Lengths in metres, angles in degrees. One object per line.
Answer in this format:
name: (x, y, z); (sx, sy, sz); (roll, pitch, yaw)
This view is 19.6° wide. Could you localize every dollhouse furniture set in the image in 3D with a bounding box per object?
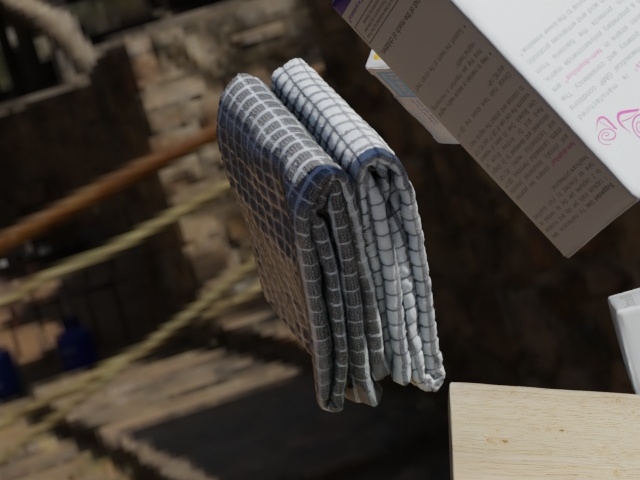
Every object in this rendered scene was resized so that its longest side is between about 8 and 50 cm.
dollhouse furniture set: (0.098, 0.154, 0.624); (0.123, 0.151, 0.144); (5, 34, -1)

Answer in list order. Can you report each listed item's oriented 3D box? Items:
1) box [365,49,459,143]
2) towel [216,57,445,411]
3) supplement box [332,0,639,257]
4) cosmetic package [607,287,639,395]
box: (0.132, -0.189, 1.426); (0.103, 0.203, 0.114); (0, -28, 41)
towel: (0.000, 0.000, 1.759); (0.121, 0.284, 0.235); (-20, 33, -16)
supplement box: (0.130, -0.116, 1.122); (0.111, 0.220, 0.114); (-40, -6, -25)
cosmetic package: (0.350, 0.055, 1.465); (0.231, 0.085, 0.117); (-15, 3, 6)
